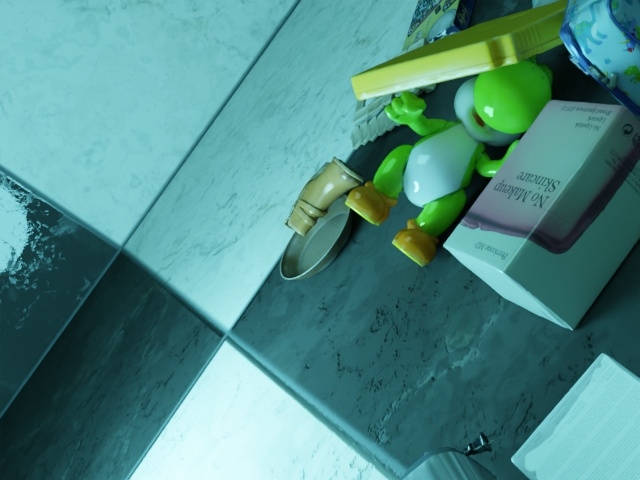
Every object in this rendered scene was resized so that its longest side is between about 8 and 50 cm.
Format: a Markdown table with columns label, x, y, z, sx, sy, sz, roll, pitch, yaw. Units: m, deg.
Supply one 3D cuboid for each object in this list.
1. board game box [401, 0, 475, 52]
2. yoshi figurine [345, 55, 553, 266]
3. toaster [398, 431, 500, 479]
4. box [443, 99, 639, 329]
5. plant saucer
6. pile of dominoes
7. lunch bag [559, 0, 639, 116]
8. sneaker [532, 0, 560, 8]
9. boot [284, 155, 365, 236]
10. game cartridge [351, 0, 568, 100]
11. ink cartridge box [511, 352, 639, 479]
| label | x | y | z | sx | sy | sz | roll | pitch | yaw |
| --- | --- | --- | --- | --- | --- | --- | --- | --- | --- |
| board game box | 0.259 | -0.484 | 1.814 | 0.165 | 0.042 | 0.243 | -28 | 33 | 45 |
| yoshi figurine | 0.210 | -0.145 | 1.248 | 0.362 | 0.203 | 0.203 | -49 | 38 | 3 |
| toaster | 0.122 | 0.310 | 0.806 | 0.227 | 0.129 | 0.146 | -48 | 27 | 7 |
| box | 0.284 | -0.037 | 0.998 | 0.232 | 0.127 | 0.148 | -53 | 23 | -3 |
| plant saucer | 0.000 | 0.000 | 1.612 | 0.198 | 0.036 | 0.198 | -43 | 24 | 24 |
| pile of dominoes | 0.151 | -0.294 | 1.757 | 0.251 | 0.040 | 0.195 | -24 | 49 | 57 |
| lunch bag | 0.396 | -0.270 | 1.067 | 0.090 | 0.176 | 0.219 | -37 | 25 | 45 |
| sneaker | 0.420 | -0.544 | 1.373 | 0.365 | 0.150 | 0.135 | -61 | -14 | 7 |
| boot | 0.003 | -0.075 | 1.582 | 0.152 | 0.073 | 0.197 | -54 | 10 | -7 |
| game cartridge | 0.249 | -0.284 | 1.220 | 0.324 | 0.052 | 0.285 | -31 | 17 | -36 |
| ink cartridge box | 0.285 | 0.209 | 0.776 | 0.145 | 0.045 | 0.179 | -51 | 41 | 4 |
